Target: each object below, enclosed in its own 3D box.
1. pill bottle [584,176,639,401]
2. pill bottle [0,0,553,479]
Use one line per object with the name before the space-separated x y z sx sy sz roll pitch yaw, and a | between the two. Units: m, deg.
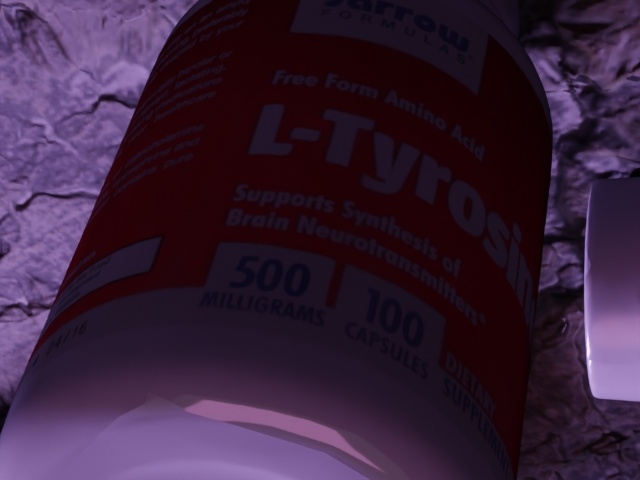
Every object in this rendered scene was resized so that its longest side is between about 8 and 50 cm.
pill bottle | 0.305 0.031 0.939 0.283 0.161 0.161 0 133 15
pill bottle | 0.000 0.000 0.815 0.229 0.407 0.229 7 134 7
